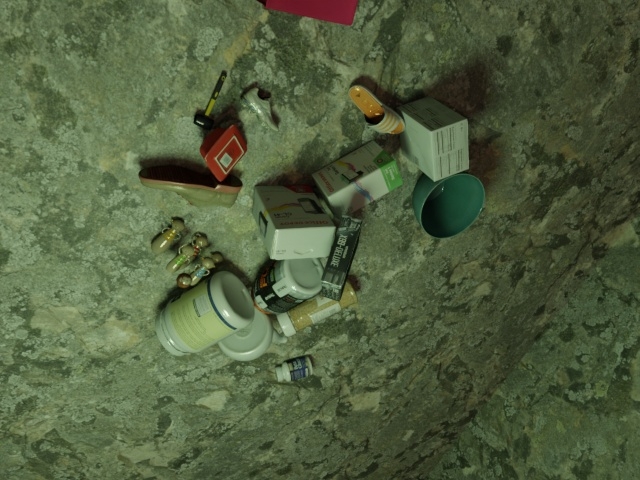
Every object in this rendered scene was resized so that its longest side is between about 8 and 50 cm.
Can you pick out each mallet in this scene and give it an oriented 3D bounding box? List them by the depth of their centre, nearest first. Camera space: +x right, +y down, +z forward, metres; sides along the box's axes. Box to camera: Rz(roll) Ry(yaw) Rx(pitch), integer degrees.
[{"bbox_3d":[-0.341,-0.446,1.627,0.062,0.039,0.190,27,105,-33],"label":"mallet"}]

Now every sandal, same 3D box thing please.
[{"bbox_3d":[0.193,-0.447,1.803,0.265,0.076,0.101,32,144,-30],"label":"sandal"}]

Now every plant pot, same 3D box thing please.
[{"bbox_3d":[0.490,-0.180,2.051,0.290,0.195,0.291,-11,125,-16],"label":"plant pot"}]

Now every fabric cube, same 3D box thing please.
[{"bbox_3d":[-0.040,-0.771,1.394,0.258,0.254,0.259,0,122,-23],"label":"fabric cube"}]

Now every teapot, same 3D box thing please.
[{"bbox_3d":[-0.315,0.395,2.101,0.252,0.256,0.187,-41,160,-17],"label":"teapot"}]

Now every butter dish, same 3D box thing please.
[{"bbox_3d":[-0.342,-0.308,1.670,0.160,0.118,0.160,-54,159,-13],"label":"butter dish"}]

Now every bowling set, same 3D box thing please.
[{"bbox_3d":[-0.459,0.077,1.830,0.154,0.200,0.287,-45,131,9],"label":"bowling set"}]

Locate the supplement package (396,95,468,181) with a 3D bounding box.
[{"bbox_3d":[0.410,-0.377,1.842,0.145,0.262,0.204,-21,127,-8],"label":"supplement package"}]

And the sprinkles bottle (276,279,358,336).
[{"bbox_3d":[-0.014,0.296,2.206,0.355,0.121,0.121,-25,128,-6],"label":"sprinkles bottle"}]

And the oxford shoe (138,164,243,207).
[{"bbox_3d":[-0.445,-0.168,1.715,0.347,0.123,0.130,7,124,-25],"label":"oxford shoe"}]

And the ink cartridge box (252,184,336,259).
[{"bbox_3d":[-0.103,-0.074,1.801,0.225,0.306,0.131,-4,124,-21],"label":"ink cartridge box"}]

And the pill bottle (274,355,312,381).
[{"bbox_3d":[-0.129,0.616,2.390,0.169,0.094,0.094,-13,126,-15],"label":"pill bottle"}]

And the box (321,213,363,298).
[{"bbox_3d":[0.073,0.071,1.786,0.076,0.243,0.307,17,164,6],"label":"box"}]

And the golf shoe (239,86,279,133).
[{"bbox_3d":[-0.185,-0.435,1.681,0.086,0.069,0.176,-46,128,3],"label":"golf shoe"}]

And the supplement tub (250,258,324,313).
[{"bbox_3d":[-0.137,0.171,1.957,0.193,0.194,0.316,14,148,-30],"label":"supplement tub"}]

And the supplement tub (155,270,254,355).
[{"bbox_3d":[-0.443,0.285,1.923,0.324,0.236,0.235,-30,130,16],"label":"supplement tub"}]

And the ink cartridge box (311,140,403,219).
[{"bbox_3d":[0.132,-0.227,1.864,0.278,0.201,0.117,-29,128,-2],"label":"ink cartridge box"}]

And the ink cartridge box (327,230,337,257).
[{"bbox_3d":[0.000,0.000,2.004,0.230,0.134,0.078,17,113,-30],"label":"ink cartridge box"}]
